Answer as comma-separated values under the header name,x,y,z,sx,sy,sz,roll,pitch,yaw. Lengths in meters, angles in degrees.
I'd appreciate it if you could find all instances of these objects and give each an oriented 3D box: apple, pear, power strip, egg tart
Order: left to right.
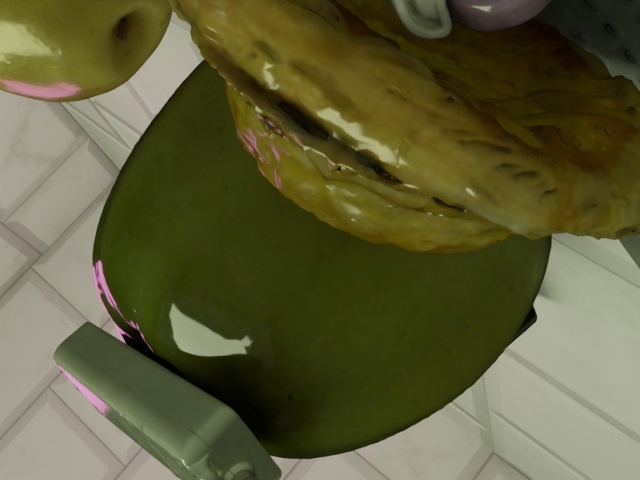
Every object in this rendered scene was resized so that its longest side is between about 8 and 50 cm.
name,x,y,z,sx,sy,sz,roll,pitch,yaw
pear,-0.349,-0.326,0.973,0.309,0.309,0.309,39,168,10
power strip,-0.146,0.156,0.670,0.338,0.058,0.098,15,142,49
apple,0.000,0.000,0.777,0.473,0.474,0.474,39,168,10
egg tart,0.053,-0.091,0.458,0.341,0.129,0.341,21,-150,-13

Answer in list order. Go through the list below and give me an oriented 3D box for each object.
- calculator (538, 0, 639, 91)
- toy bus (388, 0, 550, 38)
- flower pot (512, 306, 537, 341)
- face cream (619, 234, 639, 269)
name,x,y,z,sx,sy,sz,roll,pitch,yaw
calculator,0.252,-0.114,0.523,0.261,0.021,0.161,45,168,-18
toy bus,0.095,-0.199,0.310,0.142,0.202,0.142,58,-169,-50
flower pot,0.175,0.085,1.016,0.178,0.250,0.084,32,139,37
face cream,0.363,0.064,0.671,0.314,0.089,0.143,46,180,-3
